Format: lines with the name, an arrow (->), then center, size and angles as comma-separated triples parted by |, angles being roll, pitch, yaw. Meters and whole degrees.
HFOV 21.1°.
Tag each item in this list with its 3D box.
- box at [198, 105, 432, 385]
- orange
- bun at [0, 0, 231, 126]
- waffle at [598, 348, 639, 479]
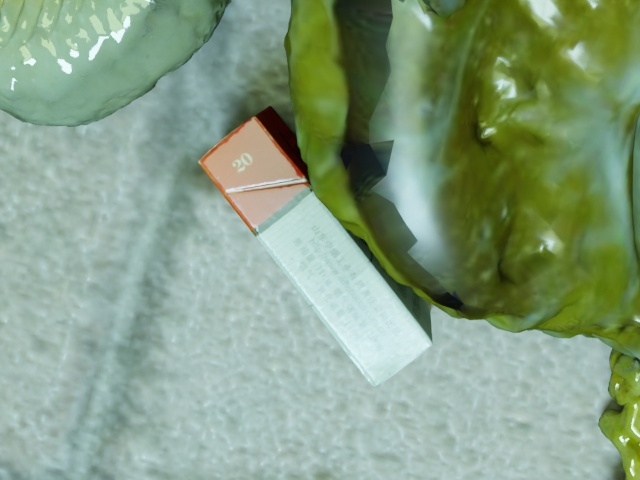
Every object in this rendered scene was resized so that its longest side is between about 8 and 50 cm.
box -> 0.000, 0.000, 0.932 | 0.048, 0.100, 0.152 | -35, 94, 5
orange -> 0.151, -0.079, 0.848 | 0.369, 0.210, 0.271 | 16, 91, -16
bun -> -0.125, -0.174, 0.895 | 0.244, 0.153, 0.244 | -2, 83, 19
waffle -> 0.281, 0.124, 0.953 | 0.249, 0.056, 0.253 | -31, 92, 8
